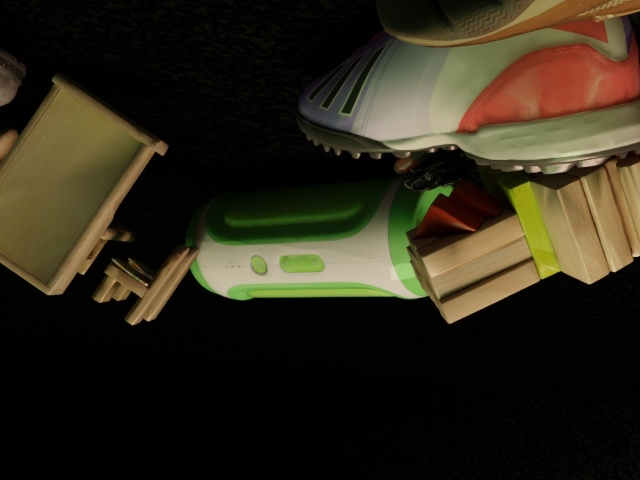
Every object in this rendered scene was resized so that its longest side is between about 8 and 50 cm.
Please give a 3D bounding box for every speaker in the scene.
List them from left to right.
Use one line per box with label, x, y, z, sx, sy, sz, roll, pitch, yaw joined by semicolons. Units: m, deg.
speaker;0.000;0.000;1.022;0.296;0.131;0.131;-3;161;38

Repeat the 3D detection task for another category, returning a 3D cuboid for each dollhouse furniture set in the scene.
dollhouse furniture set;-0.220;-0.044;0.942;0.212;0.161;0.242;34;179;1

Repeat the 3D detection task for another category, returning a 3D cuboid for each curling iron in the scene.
curling iron;0.116;-0.097;0.778;0.068;0.035;0.274;-6;164;-11

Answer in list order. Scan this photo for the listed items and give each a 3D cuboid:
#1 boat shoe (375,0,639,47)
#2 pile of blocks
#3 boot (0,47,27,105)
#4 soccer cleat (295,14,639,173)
boat shoe;0.154;-0.146;0.407;0.119;0.123;0.324;15;165;-34
pile of blocks;0.224;-0.050;0.770;0.362;0.113;0.149;-16;-159;20
boot;-0.413;-0.072;0.805;0.338;0.223;0.118;4;164;17
soccer cleat;0.080;-0.114;0.645;0.108;0.117;0.318;-14;-166;-27
